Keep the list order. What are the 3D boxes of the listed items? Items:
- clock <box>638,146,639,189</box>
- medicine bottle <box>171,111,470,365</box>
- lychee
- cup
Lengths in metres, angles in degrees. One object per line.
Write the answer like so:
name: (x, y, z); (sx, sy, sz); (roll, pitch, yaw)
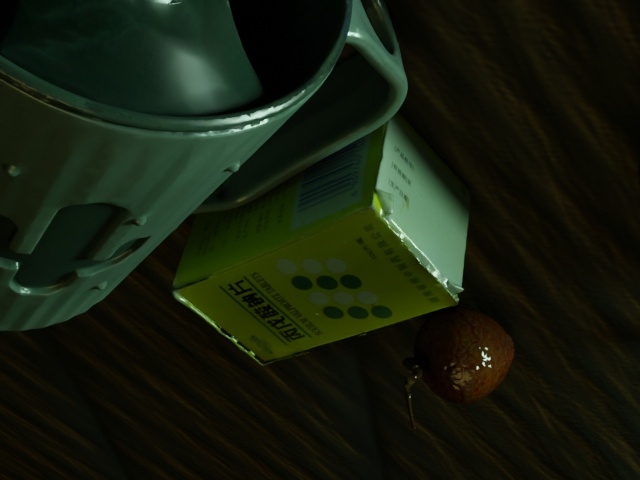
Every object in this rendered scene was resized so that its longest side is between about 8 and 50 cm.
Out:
clock: (0.441, -0.078, 0.768); (0.386, 0.076, 0.386); (9, 139, 8)
medicine bottle: (0.000, 0.000, 0.940); (0.250, 0.141, 0.137); (-22, 131, 35)
lychee: (0.139, 0.122, 1.049); (0.140, 0.114, 0.101); (9, 117, -37)
cup: (-0.156, -0.105, 0.749); (0.401, 0.310, 0.392); (29, 142, -13)
